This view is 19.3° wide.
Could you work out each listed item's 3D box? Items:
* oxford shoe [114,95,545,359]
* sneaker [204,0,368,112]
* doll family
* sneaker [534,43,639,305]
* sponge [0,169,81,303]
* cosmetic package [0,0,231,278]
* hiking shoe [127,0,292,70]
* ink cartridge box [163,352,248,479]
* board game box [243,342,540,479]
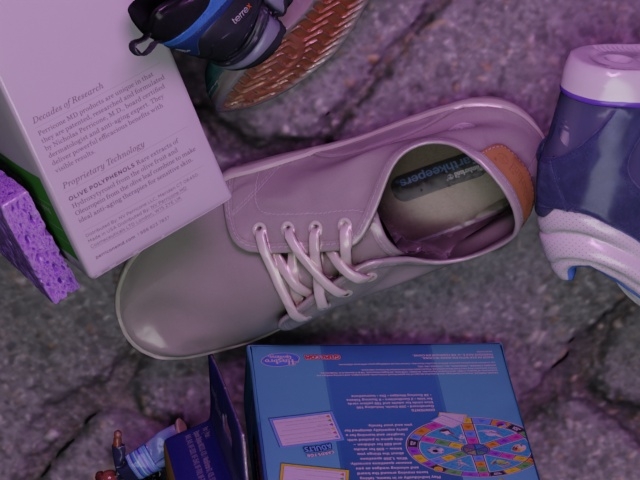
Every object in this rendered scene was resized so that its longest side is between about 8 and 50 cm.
[{"bbox_3d":[0.000,0.000,1.746,0.449,0.130,0.169,-22,116,16],"label":"oxford shoe"},{"bbox_3d":[-0.025,-0.240,1.643,0.302,0.108,0.121,-50,62,39],"label":"sneaker"},{"bbox_3d":[-0.148,0.263,1.922,0.111,0.076,0.193,-28,99,17],"label":"doll family"},{"bbox_3d":[0.346,-0.047,1.667,0.322,0.130,0.236,1,111,-12],"label":"sneaker"},{"bbox_3d":[-0.293,-0.031,1.683,0.031,0.210,0.117,-37,128,-15],"label":"sponge"},{"bbox_3d":[-0.235,-0.177,1.609,0.155,0.197,0.365,-31,115,-16],"label":"cosmetic package"},{"bbox_3d":[-0.088,-0.294,1.527,0.113,0.132,0.304,-7,80,44],"label":"hiking shoe"},{"bbox_3d":[-0.100,0.287,1.739,0.072,0.303,0.307,-9,101,-7],"label":"ink cartridge box"},{"bbox_3d":[0.068,0.228,1.717,0.253,0.336,0.079,0,126,-7],"label":"board game box"}]
